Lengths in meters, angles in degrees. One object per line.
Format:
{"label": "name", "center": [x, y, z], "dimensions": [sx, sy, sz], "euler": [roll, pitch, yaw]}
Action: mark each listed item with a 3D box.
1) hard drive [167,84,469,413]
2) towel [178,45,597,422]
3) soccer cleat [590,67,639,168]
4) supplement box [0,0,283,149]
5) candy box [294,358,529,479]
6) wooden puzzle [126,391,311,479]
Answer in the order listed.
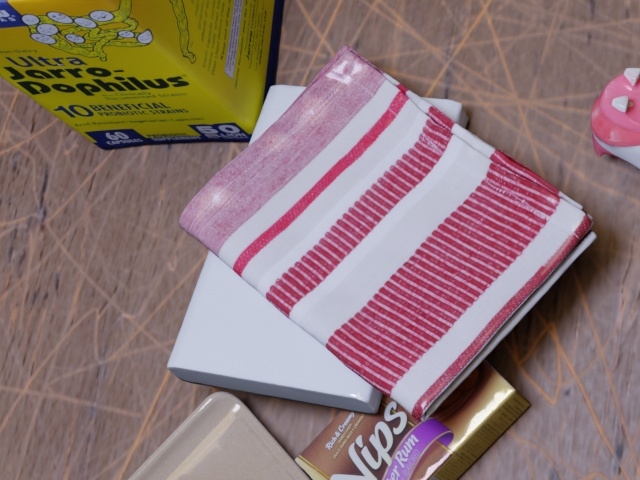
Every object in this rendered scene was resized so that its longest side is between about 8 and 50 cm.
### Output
{"label": "hard drive", "center": [0.000, 0.000, 1.580], "dimensions": [0.203, 0.040, 0.307], "euler": [8, 65, 25]}
{"label": "towel", "center": [0.052, -0.017, 1.524], "dimensions": [0.237, 0.037, 0.329], "euler": [-47, 56, -8]}
{"label": "soccer cleat", "center": [0.352, -0.071, 1.476], "dimensions": [0.248, 0.095, 0.083], "euler": [22, 61, 11]}
{"label": "supplement box", "center": [-0.194, -0.237, 1.596], "dimensions": [0.194, 0.356, 0.195], "euler": [-2, 72, 23]}
{"label": "candy box", "center": [0.080, 0.170, 1.514], "dimensions": [0.186, 0.053, 0.109], "euler": [-45, 60, 2]}
{"label": "wooden puzzle", "center": [-0.086, 0.292, 1.550], "dimensions": [0.221, 0.044, 0.238], "euler": [-46, 67, 5]}
